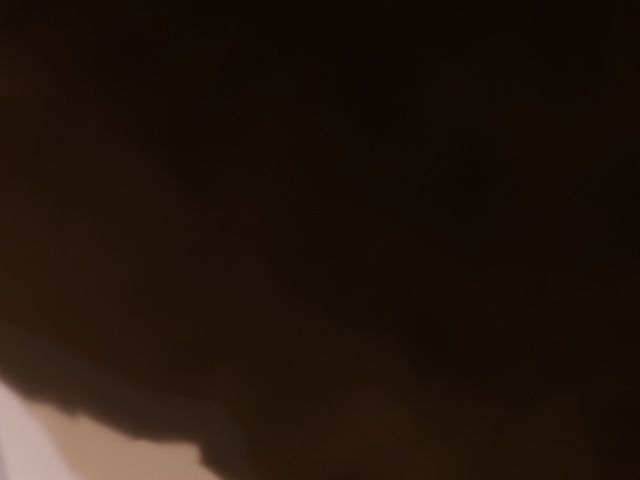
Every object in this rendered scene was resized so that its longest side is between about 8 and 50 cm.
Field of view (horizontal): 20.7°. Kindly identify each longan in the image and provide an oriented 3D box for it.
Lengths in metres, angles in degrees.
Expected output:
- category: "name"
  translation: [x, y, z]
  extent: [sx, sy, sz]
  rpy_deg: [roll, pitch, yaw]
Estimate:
- category: "longan"
  translation: [0.002, 0.008, 0.706]
  extent: [0.436, 0.404, 0.404]
  rpy_deg: [29, 167, 17]
